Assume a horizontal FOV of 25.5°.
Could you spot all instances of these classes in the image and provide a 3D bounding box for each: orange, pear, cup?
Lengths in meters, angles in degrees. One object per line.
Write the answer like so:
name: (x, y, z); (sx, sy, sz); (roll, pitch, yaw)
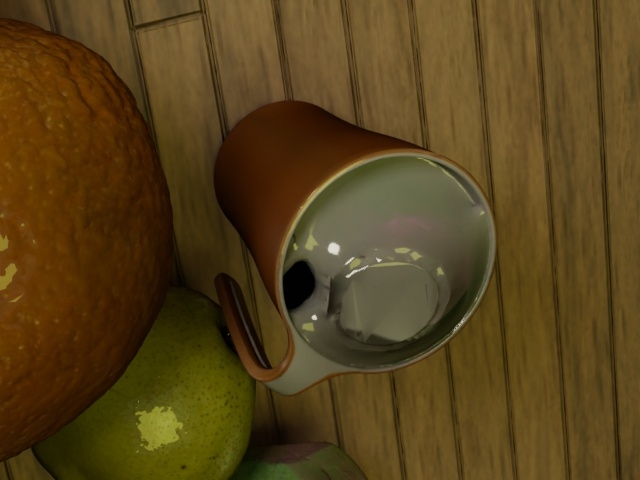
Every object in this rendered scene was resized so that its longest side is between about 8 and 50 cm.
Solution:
orange: (-0.281, 0.009, 0.996); (0.357, 0.322, 0.322); (-33, 120, -18)
pear: (-0.150, 0.133, 1.183); (0.198, 0.198, 0.198); (-9, 114, -20)
cup: (0.000, 0.000, 1.147); (0.182, 0.264, 0.226); (37, 93, -30)

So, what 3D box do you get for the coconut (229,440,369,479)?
coconut: (-0.045, 0.283, 1.286); (0.205, 0.236, 0.236); (34, 95, 4)
